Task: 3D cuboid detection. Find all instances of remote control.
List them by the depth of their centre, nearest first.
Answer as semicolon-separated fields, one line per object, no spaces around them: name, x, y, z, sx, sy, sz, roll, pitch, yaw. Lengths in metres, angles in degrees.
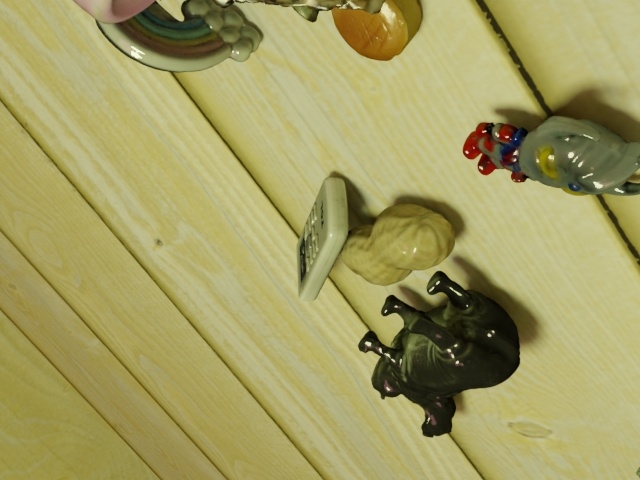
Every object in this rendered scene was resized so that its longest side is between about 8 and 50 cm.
remote control;0.000;0.000;1.116;0.029;0.087;0.190;3;153;-13

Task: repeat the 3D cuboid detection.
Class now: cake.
cake;0.049;-0.205;0.822;0.084;0.044;0.084;28;148;19

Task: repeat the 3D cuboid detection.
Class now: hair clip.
hair clip;-0.181;-0.244;0.943;0.220;0.140;0.054;42;141;1

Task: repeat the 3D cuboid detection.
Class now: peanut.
peanut;0.082;0.007;1.033;0.082;0.082;0.187;46;152;-8

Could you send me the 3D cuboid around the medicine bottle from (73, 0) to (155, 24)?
medicine bottle;-0.247;-0.358;0.830;0.291;0.178;0.178;43;150;-3

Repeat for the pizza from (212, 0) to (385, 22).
pizza;-0.079;-0.324;0.656;0.392;0.080;0.435;29;123;-11

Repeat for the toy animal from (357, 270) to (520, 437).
toy animal;0.135;0.147;1.132;0.168;0.106;0.343;30;155;6

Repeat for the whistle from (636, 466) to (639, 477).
whistle;0.460;0.345;1.040;0.236;0.077;0.114;42;157;3

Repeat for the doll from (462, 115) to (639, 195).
doll;0.208;-0.074;0.793;0.195;0.062;0.104;11;138;52
